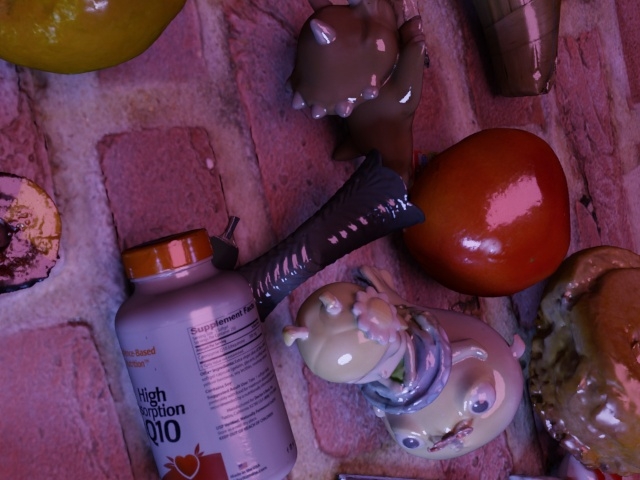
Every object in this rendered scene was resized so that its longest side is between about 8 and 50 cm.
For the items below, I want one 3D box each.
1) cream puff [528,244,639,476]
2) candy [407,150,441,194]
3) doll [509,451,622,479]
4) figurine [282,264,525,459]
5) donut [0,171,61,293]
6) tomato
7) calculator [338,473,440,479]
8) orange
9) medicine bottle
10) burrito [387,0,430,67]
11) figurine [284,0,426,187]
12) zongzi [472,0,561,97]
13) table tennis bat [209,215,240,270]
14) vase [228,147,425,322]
[{"bbox_3d":[0.451,0.191,1.257,0.327,0.231,0.343,-29,76,-35],"label":"cream puff"},{"bbox_3d":[0.172,-0.098,1.207,0.122,0.038,0.062,1,86,-34],"label":"candy"},{"bbox_3d":[0.446,0.398,1.331,0.384,0.099,0.188,1,87,-37],"label":"doll"},{"bbox_3d":[0.087,0.127,1.022,0.394,0.226,0.274,27,30,-49],"label":"figurine"},{"bbox_3d":[-0.342,-0.004,0.843,0.140,0.059,0.140,2,86,-33],"label":"donut"},{"bbox_3d":[0.238,-0.026,1.135,0.260,0.180,0.260,-17,131,-20],"label":"tomato"},{"bbox_3d":[0.111,0.414,1.137,0.274,0.028,0.165,14,79,-32],"label":"calculator"},{"bbox_3d":[-0.258,-0.302,0.804,0.279,0.279,0.235,43,36,-24],"label":"orange"},{"bbox_3d":[-0.135,0.136,0.914,0.157,0.157,0.288,-20,97,-33],"label":"medicine bottle"},{"bbox_3d":[0.125,-0.321,1.189,0.055,0.041,0.149,-21,99,-47],"label":"burrito"},{"bbox_3d":[0.040,-0.198,1.058,0.173,0.247,0.177,2,56,1],"label":"figurine"},{"bbox_3d":[0.348,-0.360,1.313,0.256,0.115,0.228,-31,108,-42],"label":"zongzi"},{"bbox_3d":[-0.121,0.007,1.021,0.050,0.007,0.083,30,73,-28],"label":"table tennis bat"},{"bbox_3d":[0.000,0.000,1.001,0.237,0.115,0.115,-35,108,-1],"label":"vase"}]
